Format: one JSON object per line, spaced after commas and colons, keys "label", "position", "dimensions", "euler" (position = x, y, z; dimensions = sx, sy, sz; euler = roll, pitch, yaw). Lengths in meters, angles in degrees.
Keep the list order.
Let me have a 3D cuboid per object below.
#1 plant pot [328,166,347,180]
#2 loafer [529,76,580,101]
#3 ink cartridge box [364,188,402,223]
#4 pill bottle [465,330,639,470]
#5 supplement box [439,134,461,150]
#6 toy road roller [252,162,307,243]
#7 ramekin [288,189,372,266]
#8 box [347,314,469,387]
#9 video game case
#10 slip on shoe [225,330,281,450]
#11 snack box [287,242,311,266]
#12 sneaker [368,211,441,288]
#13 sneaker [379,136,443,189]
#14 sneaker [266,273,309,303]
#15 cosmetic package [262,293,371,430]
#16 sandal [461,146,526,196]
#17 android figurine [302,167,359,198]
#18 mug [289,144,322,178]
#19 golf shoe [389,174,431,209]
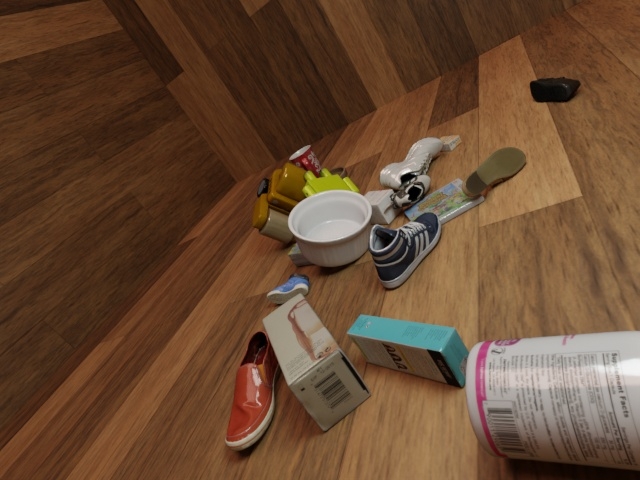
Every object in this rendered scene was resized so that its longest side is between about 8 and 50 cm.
{"label": "plant pot", "position": [0.037, -0.236, 1.921], "dimensions": [0.237, 0.110, 0.237], "euler": [-28, 23, 13]}
{"label": "loafer", "position": [0.851, -0.552, 1.488], "dimensions": [0.078, 0.080, 0.220], "euler": [-24, 27, 0]}
{"label": "ink cartridge box", "position": [0.213, -0.118, 1.459], "dimensions": [0.092, 0.090, 0.143], "euler": [-45, 25, -24]}
{"label": "pill bottle", "position": [0.351, 0.201, 0.523], "dimensions": [0.283, 0.160, 0.160], "euler": [-16, 29, 37]}
{"label": "supplement box", "position": [0.517, -0.397, 1.674], "dimensions": [0.062, 0.036, 0.098], "euler": [-41, 23, -14]}
{"label": "toy road roller", "position": [-0.148, -0.177, 1.755], "dimensions": [0.240, 0.202, 0.329], "euler": [-47, 32, 41]}
{"label": "ramekin", "position": [0.041, -0.039, 1.373], "dimensions": [0.277, 0.135, 0.277], "euler": [-8, 40, 7]}
{"label": "box", "position": [0.172, 0.214, 0.825], "dimensions": [0.244, 0.100, 0.060], "euler": [-4, 37, 51]}
{"label": "video game case", "position": [0.381, -0.111, 1.298], "dimensions": [0.212, 0.023, 0.193], "euler": [-31, 22, 10]}
{"label": "slip on shoe", "position": [-0.170, 0.357, 1.015], "dimensions": [0.123, 0.101, 0.331], "euler": [-24, 26, 21]}
{"label": "snack box", "position": [0.000, 0.000, 1.544], "dimensions": [0.174, 0.070, 0.207], "euler": [-11, 33, 42]}
{"label": "sneaker", "position": [0.234, -0.018, 1.121], "dimensions": [0.099, 0.153, 0.282], "euler": [10, 50, 45]}
{"label": "sneaker", "position": [0.376, -0.289, 1.601], "dimensions": [0.297, 0.111, 0.129], "euler": [-41, 38, -5]}
{"label": "sneaker", "position": [-0.106, 0.158, 1.381], "dimensions": [0.152, 0.058, 0.084], "euler": [-21, 31, 21]}
{"label": "cosmetic package", "position": [-0.022, 0.260, 0.941], "dimensions": [0.129, 0.153, 0.296], "euler": [-36, 23, -7]}
{"label": "sandal", "position": [0.504, -0.201, 1.235], "dimensions": [0.240, 0.088, 0.079], "euler": [-33, -2, -17]}
{"label": "android figurine", "position": [0.050, -0.190, 1.669], "dimensions": [0.248, 0.273, 0.056], "euler": [-15, -33, -35]}
{"label": "mug", "position": [-0.054, -0.320, 1.850], "dimensions": [0.113, 0.169, 0.150], "euler": [-20, 27, 31]}
{"label": "golf shoe", "position": [0.330, -0.168, 1.393], "dimensions": [0.198, 0.077, 0.094], "euler": [-38, 14, -28]}
